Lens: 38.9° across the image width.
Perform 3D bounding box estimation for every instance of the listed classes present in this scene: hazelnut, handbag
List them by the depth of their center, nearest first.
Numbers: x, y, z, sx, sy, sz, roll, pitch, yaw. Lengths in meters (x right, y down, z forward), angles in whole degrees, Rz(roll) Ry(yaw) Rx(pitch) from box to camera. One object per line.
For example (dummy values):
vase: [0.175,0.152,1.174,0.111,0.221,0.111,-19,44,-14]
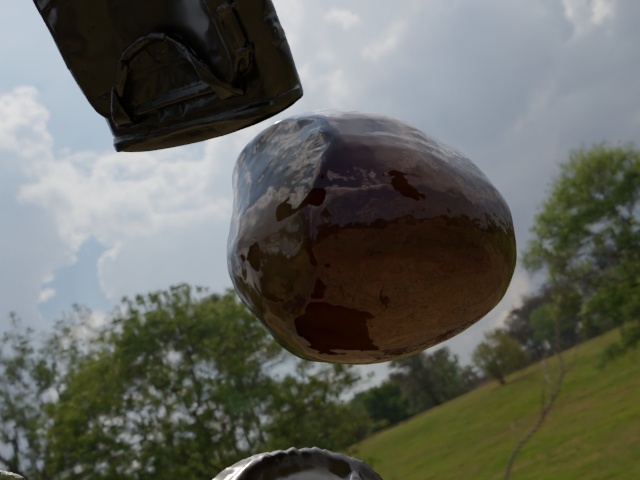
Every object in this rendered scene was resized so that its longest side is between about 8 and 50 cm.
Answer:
handbag: [-0.163,-0.211,0.914,0.275,0.244,0.088,-8,24,37]
hazelnut: [0.054,-0.007,1.129,0.366,0.365,0.366,-21,-16,-6]

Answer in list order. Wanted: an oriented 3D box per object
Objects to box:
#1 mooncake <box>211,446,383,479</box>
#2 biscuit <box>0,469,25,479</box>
mooncake: [-0.015,0.446,1.055,0.393,0.394,0.246,8,-52,-47]
biscuit: [-0.345,0.154,0.683,0.231,0.016,0.139,23,-21,-24]
